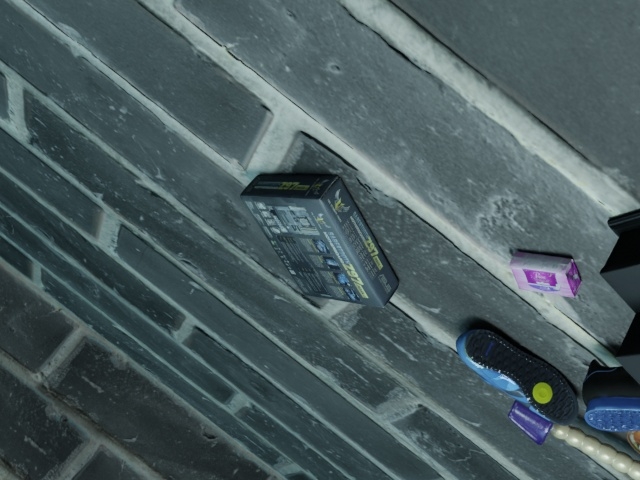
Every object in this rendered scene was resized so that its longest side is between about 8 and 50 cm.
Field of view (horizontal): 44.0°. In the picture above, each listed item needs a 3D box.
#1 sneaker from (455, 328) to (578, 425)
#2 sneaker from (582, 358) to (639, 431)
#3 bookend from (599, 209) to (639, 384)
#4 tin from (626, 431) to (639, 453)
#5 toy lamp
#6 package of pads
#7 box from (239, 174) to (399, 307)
[{"bbox_3d":[0.301,0.208,1.221,0.209,0.069,0.082,35,166,3],"label":"sneaker"},{"bbox_3d":[0.457,0.195,1.011,0.232,0.091,0.081,1,139,17],"label":"sneaker"},{"bbox_3d":[0.357,0.076,0.851,0.156,0.157,0.072,44,151,-13],"label":"bookend"},{"bbox_3d":[0.513,0.274,1.099,0.106,0.040,0.189,43,152,-2],"label":"tin"},{"bbox_3d":[0.425,0.318,1.224,0.274,0.080,0.080,25,150,17],"label":"toy lamp"},{"bbox_3d":[0.287,0.043,1.014,0.083,0.032,0.050,8,141,43],"label":"package of pads"},{"bbox_3d":[0.000,0.000,1.252,0.183,0.059,0.233,6,138,45],"label":"box"}]
